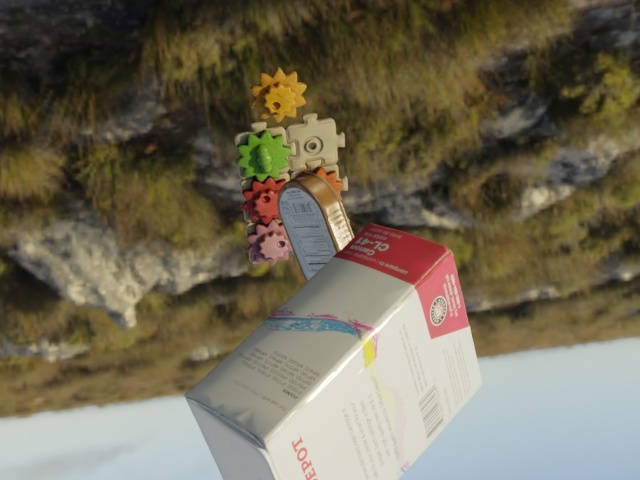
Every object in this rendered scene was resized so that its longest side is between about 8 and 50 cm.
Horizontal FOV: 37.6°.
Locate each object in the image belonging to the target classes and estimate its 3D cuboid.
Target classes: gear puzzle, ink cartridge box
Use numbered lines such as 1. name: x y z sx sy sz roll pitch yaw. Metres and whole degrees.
1. gear puzzle: -0.041 -0.107 1.453 0.176 0.338 0.044 -10 -146 -9
2. ink cartridge box: 0.028 0.163 1.028 0.131 0.226 0.306 23 -128 40

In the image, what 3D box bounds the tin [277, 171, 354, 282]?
1. tin: 0.000 0.000 1.286 0.040 0.189 0.106 -30 -164 -31
